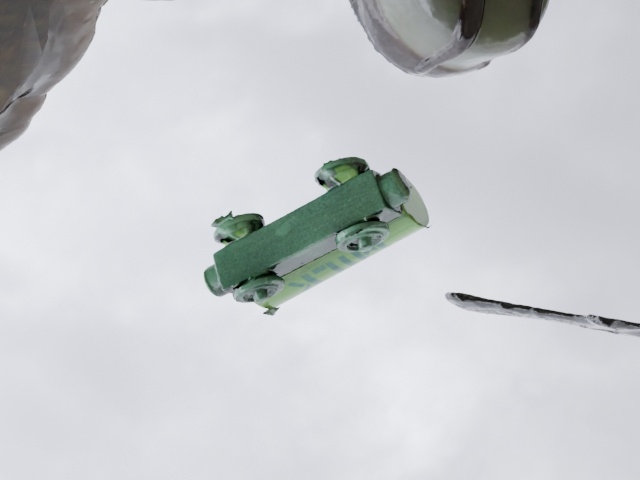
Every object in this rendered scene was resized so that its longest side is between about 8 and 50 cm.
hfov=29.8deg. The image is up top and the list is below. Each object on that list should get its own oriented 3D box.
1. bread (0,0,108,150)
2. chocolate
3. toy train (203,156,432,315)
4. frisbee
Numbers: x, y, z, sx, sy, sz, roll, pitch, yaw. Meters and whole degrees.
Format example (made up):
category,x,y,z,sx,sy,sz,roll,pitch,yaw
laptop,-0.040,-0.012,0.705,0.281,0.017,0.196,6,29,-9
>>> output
category,x,y,z,sx,sy,sz,roll,pitch,yaw
bread,-0.214,-0.108,0.547,0.210,0.192,0.109,3,-127,-44
chocolate,0.193,-0.364,1.614,0.284,0.186,0.283,5,-101,-27
toy train,0.000,0.000,1.304,0.157,0.253,0.105,20,-135,-60
frisbee,0.178,0.055,0.762,0.211,0.187,0.012,12,-93,11
